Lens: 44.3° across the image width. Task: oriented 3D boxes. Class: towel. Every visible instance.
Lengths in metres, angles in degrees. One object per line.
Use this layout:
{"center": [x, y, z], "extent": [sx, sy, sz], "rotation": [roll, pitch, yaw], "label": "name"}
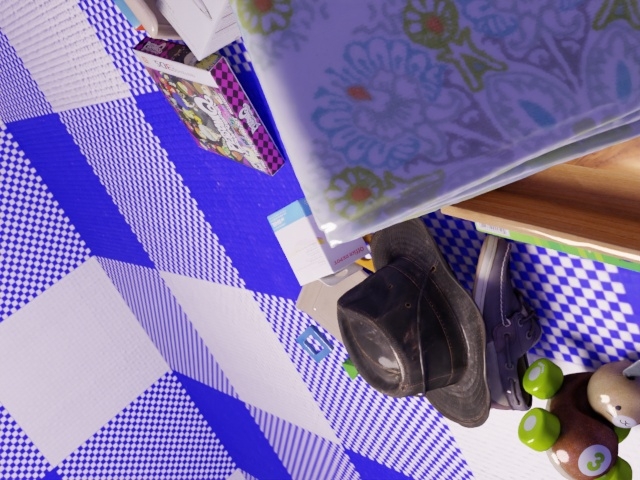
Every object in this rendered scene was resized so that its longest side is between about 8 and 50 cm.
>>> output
{"center": [0.085, -0.215, 0.593], "extent": [0.090, 0.320, 0.374], "rotation": [-86, -25, -85], "label": "towel"}

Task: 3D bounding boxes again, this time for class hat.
{"center": [0.105, 0.128, 1.113], "extent": [0.331, 0.134, 0.331], "rotation": [162, 90, -74], "label": "hat"}

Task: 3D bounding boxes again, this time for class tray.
{"center": [0.284, -0.090, 0.732], "extent": [0.411, 0.076, 0.203], "rotation": [19, 127, 47], "label": "tray"}

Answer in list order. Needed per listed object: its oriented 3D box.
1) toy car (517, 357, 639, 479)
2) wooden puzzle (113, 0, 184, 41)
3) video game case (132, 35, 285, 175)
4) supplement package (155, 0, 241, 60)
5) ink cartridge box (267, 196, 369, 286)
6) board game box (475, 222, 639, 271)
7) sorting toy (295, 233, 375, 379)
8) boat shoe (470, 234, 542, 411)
{"center": [0.368, 0.208, 0.970], "extent": [0.155, 0.149, 0.188], "rotation": [33, 137, -15], "label": "toy car"}
{"center": [-0.289, -0.386, 1.167], "extent": [0.221, 0.044, 0.239], "rotation": [53, -171, -6], "label": "wooden puzzle"}
{"center": [-0.181, -0.221, 1.291], "extent": [0.210, 0.042, 0.232], "rotation": [25, 156, 40], "label": "video game case"}
{"center": [-0.135, -0.342, 1.044], "extent": [0.105, 0.105, 0.179], "rotation": [52, 153, 1], "label": "supplement package"}
{"center": [0.000, 0.000, 1.246], "extent": [0.090, 0.092, 0.143], "rotation": [-24, 91, 49], "label": "ink cartridge box"}
{"center": [0.275, -0.041, 0.888], "extent": [0.259, 0.039, 0.124], "rotation": [21, 141, 48], "label": "board game box"}
{"center": [0.062, 0.111, 1.373], "extent": [0.196, 0.047, 0.348], "rotation": [36, 136, 15], "label": "sorting toy"}
{"center": [0.254, 0.120, 1.069], "extent": [0.092, 0.103, 0.285], "rotation": [6, 122, 20], "label": "boat shoe"}
